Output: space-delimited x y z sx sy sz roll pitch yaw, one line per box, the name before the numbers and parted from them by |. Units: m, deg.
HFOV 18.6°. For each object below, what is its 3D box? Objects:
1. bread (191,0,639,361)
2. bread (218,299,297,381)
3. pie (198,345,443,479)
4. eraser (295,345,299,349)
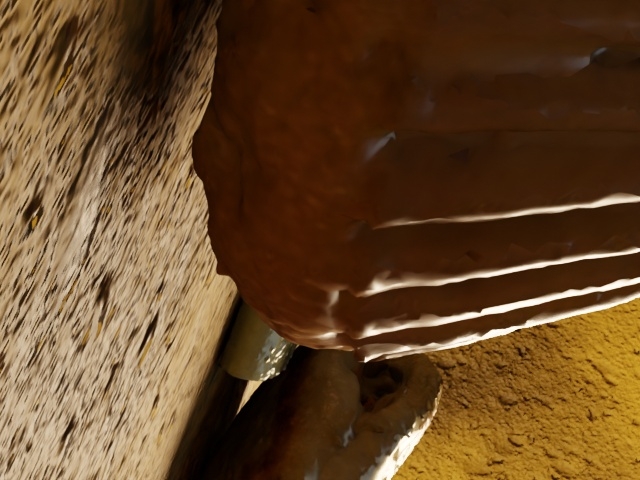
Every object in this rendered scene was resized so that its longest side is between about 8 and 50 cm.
bread | 0.061 -0.088 0.557 0.274 0.149 0.274 16 90 -83
bread | 0.001 -0.003 0.952 0.193 0.036 0.112 -51 161 -77
pie | -0.015 0.121 1.014 0.179 0.084 0.205 -53 -178 8
eraser | 0.018 0.043 1.269 0.225 0.052 0.095 109 8 -47
